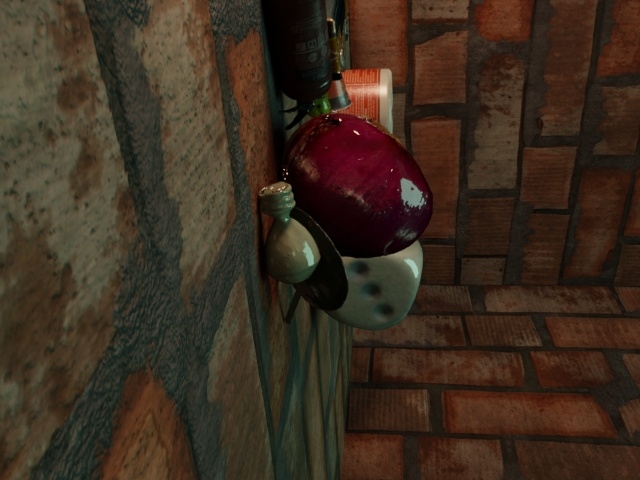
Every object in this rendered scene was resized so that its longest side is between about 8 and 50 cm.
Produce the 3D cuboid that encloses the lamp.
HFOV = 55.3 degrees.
[{"bbox_3d":[-0.062,-0.010,1.117,0.106,0.106,0.193,-75,154,-66],"label":"lamp"}]

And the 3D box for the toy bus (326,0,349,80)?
[{"bbox_3d":[-0.009,-0.501,1.390,0.167,0.138,0.275,79,14,-49],"label":"toy bus"}]

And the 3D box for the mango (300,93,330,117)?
[{"bbox_3d":[-0.018,-0.380,1.588,0.091,0.074,0.165,73,5,-49],"label":"mango"}]

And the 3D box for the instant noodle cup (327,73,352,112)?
[{"bbox_3d":[0.019,-0.444,1.742,0.127,0.127,0.136,-78,158,-60],"label":"instant noodle cup"}]

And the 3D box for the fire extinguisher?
[{"bbox_3d":[-0.045,-0.385,1.223,0.114,0.135,0.337,43,-24,35],"label":"fire extinguisher"}]

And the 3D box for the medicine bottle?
[{"bbox_3d":[0.113,-0.423,1.975,0.252,0.241,0.252,1,90,-84],"label":"medicine bottle"}]

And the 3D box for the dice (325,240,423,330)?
[{"bbox_3d":[0.142,0.093,1.848,0.265,0.262,0.268,-93,-160,-64],"label":"dice"}]

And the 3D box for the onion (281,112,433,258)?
[{"bbox_3d":[0.042,-0.069,1.302,0.385,0.348,0.348,-55,179,10],"label":"onion"}]

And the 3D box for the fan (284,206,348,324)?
[{"bbox_3d":[-0.043,0.048,1.236,0.294,0.012,0.223,-27,-95,57],"label":"fan"}]
